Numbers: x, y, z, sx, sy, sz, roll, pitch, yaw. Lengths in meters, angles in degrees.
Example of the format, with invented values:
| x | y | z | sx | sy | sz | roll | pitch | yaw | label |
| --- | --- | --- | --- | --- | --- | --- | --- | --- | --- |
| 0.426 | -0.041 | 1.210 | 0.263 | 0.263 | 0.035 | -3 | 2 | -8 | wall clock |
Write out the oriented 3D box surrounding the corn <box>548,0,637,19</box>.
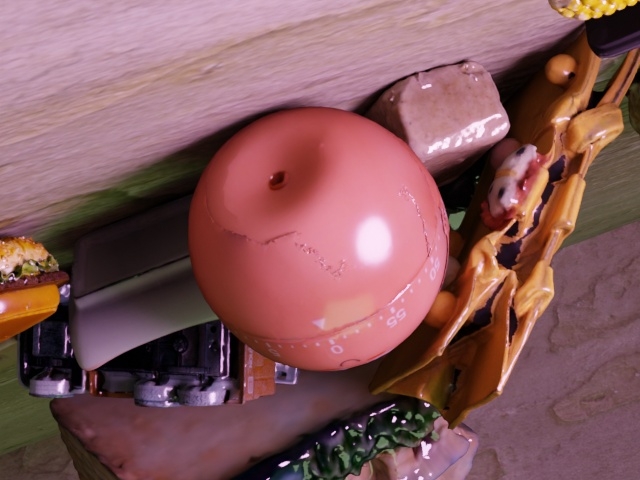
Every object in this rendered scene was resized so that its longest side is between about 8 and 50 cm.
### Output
| x | y | z | sx | sy | sz | roll | pitch | yaw | label |
| --- | --- | --- | --- | --- | --- | --- | --- | --- | --- |
| 0.252 | -0.231 | 0.884 | 0.244 | 0.093 | 0.093 | -26 | 170 | 23 | corn |

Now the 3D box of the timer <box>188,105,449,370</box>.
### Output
| x | y | z | sx | sy | sz | roll | pitch | yaw | label |
| --- | --- | --- | --- | --- | --- | --- | --- | --- | --- |
| 0.000 | 0.000 | 1.189 | 0.229 | 0.230 | 0.215 | -24 | 141 | 11 | timer |

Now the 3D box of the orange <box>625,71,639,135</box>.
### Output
| x | y | z | sx | sy | sz | roll | pitch | yaw | label |
| --- | --- | --- | --- | --- | --- | --- | --- | --- | --- |
| 0.590 | -0.177 | 1.684 | 0.368 | 0.210 | 0.271 | -25 | 169 | 4 | orange |

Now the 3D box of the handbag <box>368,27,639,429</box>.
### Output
| x | y | z | sx | sy | sz | roll | pitch | yaw | label |
| --- | --- | --- | --- | --- | --- | --- | --- | --- | --- |
| 0.191 | -0.016 | 1.347 | 0.401 | 0.133 | 0.283 | -62 | -177 | -18 | handbag |

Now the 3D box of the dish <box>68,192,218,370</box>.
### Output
| x | y | z | sx | sy | sz | roll | pitch | yaw | label |
| --- | --- | --- | --- | --- | --- | --- | --- | --- | --- |
| -0.165 | 0.025 | 1.333 | 0.212 | 0.151 | 0.077 | -20 | 134 | 12 | dish |

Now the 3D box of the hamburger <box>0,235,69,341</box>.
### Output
| x | y | z | sx | sy | sz | roll | pitch | yaw | label |
| --- | --- | --- | --- | --- | --- | --- | --- | --- | --- |
| -0.318 | 0.051 | 1.223 | 0.166 | 0.087 | 0.137 | -26 | 171 | 32 | hamburger |

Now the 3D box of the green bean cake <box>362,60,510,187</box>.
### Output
| x | y | z | sx | sy | sz | roll | pitch | yaw | label |
| --- | --- | --- | --- | --- | --- | --- | --- | --- | --- |
| 0.102 | -0.104 | 1.314 | 0.109 | 0.085 | 0.179 | -18 | 170 | -16 | green bean cake |

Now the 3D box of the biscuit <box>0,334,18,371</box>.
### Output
| x | y | z | sx | sy | sz | roll | pitch | yaw | label |
| --- | --- | --- | --- | --- | --- | --- | --- | --- | --- |
| -0.431 | 0.144 | 1.640 | 0.188 | 0.052 | 0.056 | -26 | 154 | 21 | biscuit |

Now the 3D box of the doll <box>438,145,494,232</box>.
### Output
| x | y | z | sx | sy | sz | roll | pitch | yaw | label |
| --- | --- | --- | --- | --- | --- | --- | --- | --- | --- |
| 0.146 | -0.051 | 1.633 | 0.182 | 0.117 | 0.257 | -39 | 173 | -20 | doll |

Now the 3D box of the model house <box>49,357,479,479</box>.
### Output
| x | y | z | sx | sy | sz | roll | pitch | yaw | label |
| --- | --- | --- | --- | --- | --- | --- | --- | --- | --- |
| -0.044 | 0.290 | 1.660 | 0.445 | 0.400 | 0.395 | -34 | -138 | -28 | model house |

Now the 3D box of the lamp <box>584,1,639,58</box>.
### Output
| x | y | z | sx | sy | sz | roll | pitch | yaw | label |
| --- | --- | --- | --- | --- | --- | --- | --- | --- | --- |
| 0.306 | -0.202 | 1.105 | 0.124 | 0.203 | 0.283 | -14 | 154 | 25 | lamp |

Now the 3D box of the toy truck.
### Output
| x | y | z | sx | sy | sz | roll | pitch | yaw | label |
| --- | --- | --- | --- | --- | --- | --- | --- | --- | --- |
| -0.191 | 0.112 | 1.488 | 0.338 | 0.133 | 0.184 | 0 | 177 | 29 | toy truck |
